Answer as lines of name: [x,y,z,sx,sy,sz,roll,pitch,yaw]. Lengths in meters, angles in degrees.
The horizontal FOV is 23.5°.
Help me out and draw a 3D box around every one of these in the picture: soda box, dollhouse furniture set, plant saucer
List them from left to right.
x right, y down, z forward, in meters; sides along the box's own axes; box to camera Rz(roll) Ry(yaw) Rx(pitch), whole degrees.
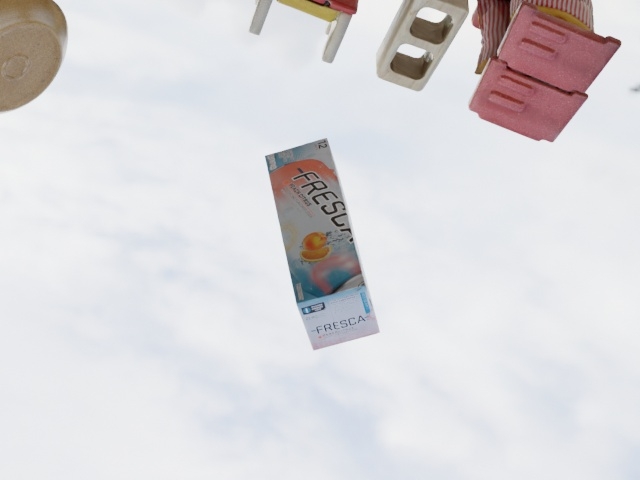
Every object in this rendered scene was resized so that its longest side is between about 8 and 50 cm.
plant saucer: [-0.174,-0.101,0.862,0.083,0.083,0.015,-11,-135,-43]
soda box: [0.000,0.000,1.262,0.058,0.063,0.183,-16,-135,2]
dollhouse furniture set: [0.127,-0.273,1.677,0.374,0.152,0.201,20,-141,-11]
